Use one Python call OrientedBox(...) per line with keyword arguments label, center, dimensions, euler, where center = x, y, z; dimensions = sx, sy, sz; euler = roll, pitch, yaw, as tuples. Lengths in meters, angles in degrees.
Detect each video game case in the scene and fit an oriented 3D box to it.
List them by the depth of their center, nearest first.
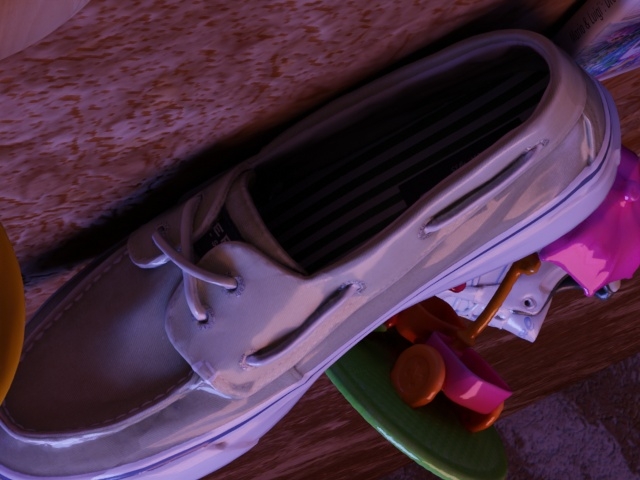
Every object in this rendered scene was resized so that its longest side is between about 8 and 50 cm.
OrientedBox(label="video game case", center=(0.174, -0.112, 0.831), dimensions=(0.157, 0.019, 0.143), euler=(-21, 169, -21))

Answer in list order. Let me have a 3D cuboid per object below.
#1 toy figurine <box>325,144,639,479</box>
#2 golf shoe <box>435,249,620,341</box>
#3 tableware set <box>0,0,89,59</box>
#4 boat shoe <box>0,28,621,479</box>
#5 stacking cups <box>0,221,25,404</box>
OrientedBox(label="toy figurine", center=(0.080, 0.002, 0.936), dimensions=(0.130, 0.173, 0.159), euler=(26, 113, -43))
OrientedBox(label="golf shoe", center=(0.093, 0.022, 1.129), dimensions=(0.176, 0.086, 0.069), euler=(-20, 170, -15))
OrientedBox(label="tableware set", center=(-0.123, -0.053, 0.465), dimensions=(0.169, 0.020, 0.141), euler=(-23, 170, -13))
OrientedBox(label="boat shoe", center=(-0.022, 0.004, 0.806), dimensions=(0.302, 0.109, 0.094), euler=(-33, 151, 6))
OrientedBox(label="stacking cups", center=(-0.172, 0.041, 0.638), dimensions=(0.096, 0.096, 0.316), euler=(-20, 178, -22))
